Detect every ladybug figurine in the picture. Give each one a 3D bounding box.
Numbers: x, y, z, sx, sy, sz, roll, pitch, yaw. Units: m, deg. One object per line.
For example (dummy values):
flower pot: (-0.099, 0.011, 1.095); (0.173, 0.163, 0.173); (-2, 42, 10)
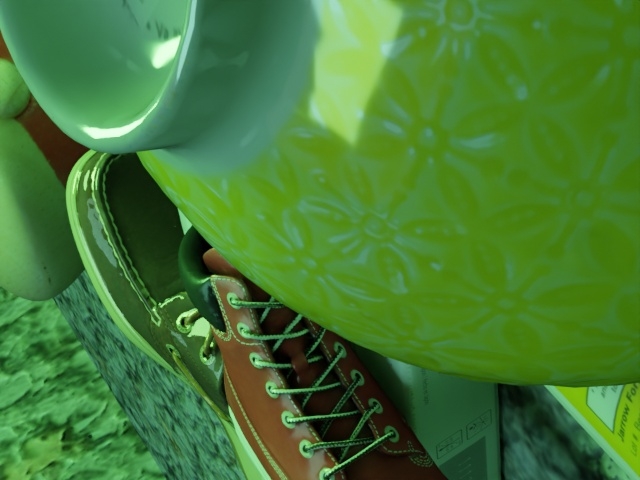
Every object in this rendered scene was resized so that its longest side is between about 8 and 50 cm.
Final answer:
ladybug figurine: (-0.258, -0.105, 1.605); (0.305, 0.162, 0.449); (62, 167, -7)

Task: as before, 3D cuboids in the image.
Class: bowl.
bowl: (0.005, -0.091, 0.494); (0.289, 0.156, 0.289); (26, 122, 51)

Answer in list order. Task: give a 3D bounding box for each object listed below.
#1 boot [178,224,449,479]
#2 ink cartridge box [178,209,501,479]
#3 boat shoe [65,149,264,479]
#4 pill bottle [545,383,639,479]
boot: (0.003, 0.088, 0.993); (0.244, 0.088, 0.176); (47, 160, 46)
ink cartridge box: (0.000, 0.000, 1.106); (0.261, 0.066, 0.296); (50, 163, 30)
boat shoe: (-0.046, 0.066, 1.334); (0.342, 0.123, 0.123); (58, 155, 0)
pill bottle: (0.101, -0.007, 0.628); (0.208, 0.118, 0.117); (48, 162, 39)
